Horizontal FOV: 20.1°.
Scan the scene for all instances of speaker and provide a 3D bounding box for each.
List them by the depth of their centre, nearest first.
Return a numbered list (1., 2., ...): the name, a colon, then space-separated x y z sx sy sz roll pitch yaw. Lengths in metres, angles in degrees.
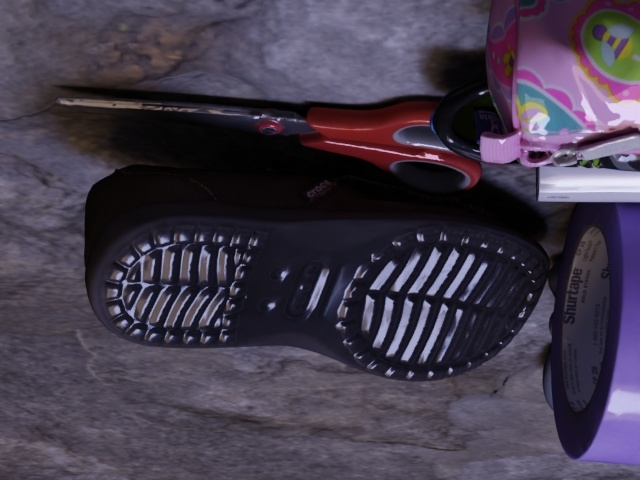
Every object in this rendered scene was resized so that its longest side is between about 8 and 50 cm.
1. speaker: 0.204 -0.051 1.132 0.136 0.055 0.055 0 156 5

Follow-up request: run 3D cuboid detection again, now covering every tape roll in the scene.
1. tape roll: 0.214 0.056 1.206 0.080 0.189 0.189 5 156 -5

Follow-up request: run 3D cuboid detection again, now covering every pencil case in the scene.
1. pencil case: 0.226 -0.091 0.960 0.284 0.124 0.124 1 156 3

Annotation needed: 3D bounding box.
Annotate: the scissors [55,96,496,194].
1. scissors: -0.011 -0.079 1.144 0.297 0.021 0.109 13 157 -18

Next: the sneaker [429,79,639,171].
1. sneaker: 0.155 -0.069 1.059 0.188 0.067 0.078 -2 -173 16

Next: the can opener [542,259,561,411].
1. can opener: 0.207 0.100 1.448 0.095 0.076 0.283 -6 154 18

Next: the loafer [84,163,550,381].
1. loafer: 0.000 0.000 1.229 0.366 0.130 0.134 10 119 -35
